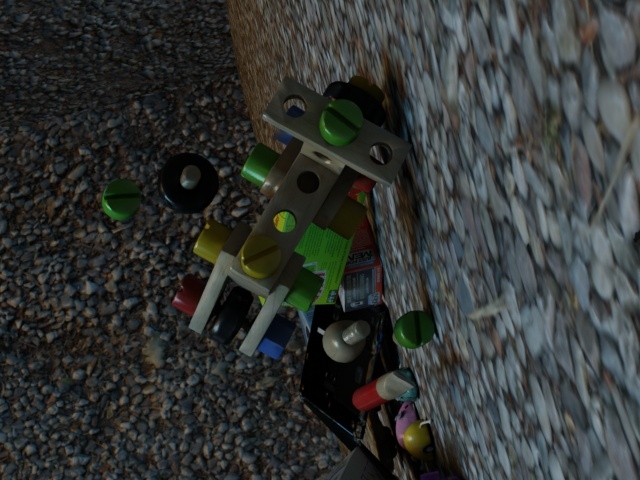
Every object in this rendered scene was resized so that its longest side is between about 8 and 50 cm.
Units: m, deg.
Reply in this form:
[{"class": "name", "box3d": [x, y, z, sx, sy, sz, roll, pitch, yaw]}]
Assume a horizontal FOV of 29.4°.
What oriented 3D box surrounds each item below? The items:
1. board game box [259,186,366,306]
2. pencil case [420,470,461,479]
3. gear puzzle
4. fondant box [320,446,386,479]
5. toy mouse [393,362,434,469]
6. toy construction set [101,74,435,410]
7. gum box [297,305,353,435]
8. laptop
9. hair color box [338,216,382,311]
[{"class": "board game box", "box3d": [-0.012, -0.007, 1.391, 0.043, 0.092, 0.181, -117, 33, -46]}, {"class": "pencil case", "box3d": [0.129, 0.340, 1.221, 0.088, 0.086, 0.206, -3, -101, -65]}, {"class": "gear puzzle", "box3d": [0.089, 0.259, 1.784, 0.175, 0.044, 0.339, 94, 159, -72]}, {"class": "fondant box", "box3d": [-0.026, 0.362, 1.359, 0.096, 0.238, 0.330, 48, -177, 4]}, {"class": "toy mouse", "box3d": [0.100, 0.203, 1.441, 0.161, 0.031, 0.143, 80, 174, -48]}, {"class": "toy construction set", "box3d": [0.000, 0.000, 1.078, 0.309, 0.257, 0.237, 55, 161, 4]}, {"class": "gum box", "box3d": [0.013, 0.185, 1.848, 0.184, 0.041, 0.157, -119, 14, -60]}, {"class": "laptop", "box3d": [0.072, 0.206, 1.629, 0.234, 0.136, 0.264, -161, 81, -68]}, {"class": "hair color box", "box3d": [0.031, -0.007, 1.514, 0.093, 0.053, 0.167, 86, 170, -57]}]
